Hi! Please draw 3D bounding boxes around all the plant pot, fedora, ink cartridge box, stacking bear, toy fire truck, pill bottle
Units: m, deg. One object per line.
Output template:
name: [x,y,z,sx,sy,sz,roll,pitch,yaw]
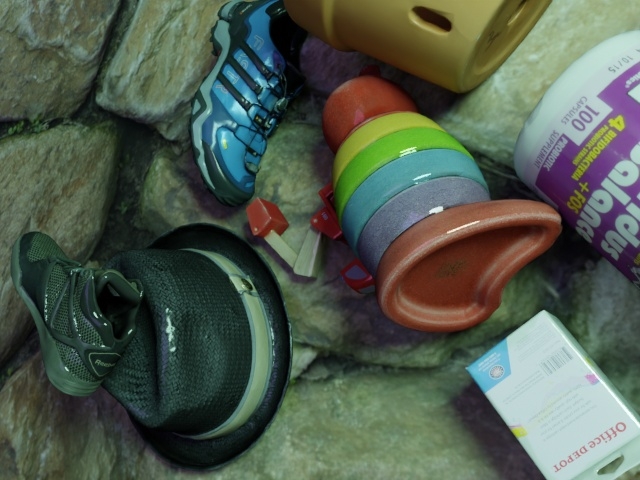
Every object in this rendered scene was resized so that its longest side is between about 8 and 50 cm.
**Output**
plant pot: [0.131,-0.294,0.622,0.203,0.291,0.291,41,100,13]
fedora: [-0.199,0.125,0.762,0.334,0.152,0.334,-8,74,29]
ink cartridge box: [0.223,0.151,0.551,0.092,0.090,0.143,-41,63,15]
stacking bear: [0.086,-0.068,0.640,0.175,0.164,0.289,-64,36,41]
toy fire truck: [0.000,0.000,0.740,0.135,0.047,0.192,-39,63,17]
pill bottle: [0.321,-0.024,0.492,0.169,0.169,0.301,-46,60,13]

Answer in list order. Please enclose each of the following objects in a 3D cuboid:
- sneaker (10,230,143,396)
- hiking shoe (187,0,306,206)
sneaker: [-0.276,0.051,0.691,0.130,0.087,0.227,-45,56,11]
hiking shoe: [-0.089,-0.196,0.799,0.132,0.113,0.304,-2,77,30]
